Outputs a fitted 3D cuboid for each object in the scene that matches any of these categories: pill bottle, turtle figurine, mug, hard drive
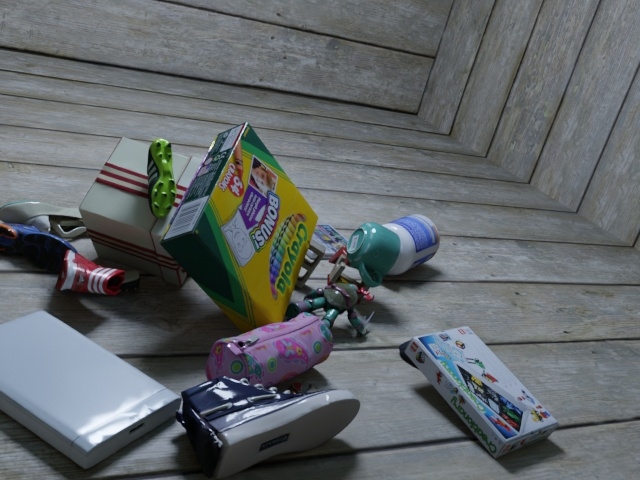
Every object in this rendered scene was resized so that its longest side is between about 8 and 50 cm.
[{"bbox_3d":[0.228,0.016,2.277,0.152,0.152,0.272,28,24,26],"label":"pill bottle"},{"bbox_3d":[0.029,0.157,1.857,0.175,0.118,0.234,29,30,28],"label":"turtle figurine"},{"bbox_3d":[0.130,0.026,1.984,0.097,0.129,0.158,27,20,-26],"label":"mug"},{"bbox_3d":[-0.453,0.246,1.371,0.353,0.047,0.233,25,23,22],"label":"hard drive"}]

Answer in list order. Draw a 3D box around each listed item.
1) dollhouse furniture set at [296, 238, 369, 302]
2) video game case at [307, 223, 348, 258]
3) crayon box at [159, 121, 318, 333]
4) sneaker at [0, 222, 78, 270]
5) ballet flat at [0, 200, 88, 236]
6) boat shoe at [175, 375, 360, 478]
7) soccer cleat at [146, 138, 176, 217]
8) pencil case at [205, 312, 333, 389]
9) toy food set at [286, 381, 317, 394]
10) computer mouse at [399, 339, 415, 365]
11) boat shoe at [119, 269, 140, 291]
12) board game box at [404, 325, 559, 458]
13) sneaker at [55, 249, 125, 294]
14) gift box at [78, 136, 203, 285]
[{"bbox_3d":[-0.056,0.039,2.083,0.374,0.152,0.201,31,19,-10],"label":"dollhouse furniture set"},{"bbox_3d":[0.000,0.000,2.330,0.183,0.023,0.201,1,26,-34],"label":"video game case"},{"bbox_3d":[-0.163,-0.027,1.743,0.106,0.313,0.363,-16,38,33],"label":"crayon box"},{"bbox_3d":[-0.650,0.002,1.779,0.221,0.083,0.087,20,16,3],"label":"sneaker"},{"bbox_3d":[-0.648,-0.044,1.883,0.086,0.086,0.248,32,20,34],"label":"ballet flat"},{"bbox_3d":[-0.093,0.295,1.396,0.340,0.127,0.158,-6,38,-42],"label":"boat shoe"},{"bbox_3d":[-0.350,-0.132,1.704,0.060,0.179,0.072,6,-14,-32],"label":"soccer cleat"},{"bbox_3d":[-0.098,0.226,1.576,0.124,0.124,0.284,31,25,31],"label":"pencil case"},{"bbox_3d":[-0.037,0.312,1.549,0.078,0.019,0.122,13,22,-10],"label":"toy food set"},{"bbox_3d":[0.327,0.278,1.839,0.262,0.060,0.184,29,25,27],"label":"computer mouse"},{"bbox_3d":[-0.465,0.099,1.728,0.133,0.042,0.049,-8,35,-20],"label":"boat shoe"},{"bbox_3d":[0.345,0.316,1.690,0.193,0.053,0.305,-4,42,-41],"label":"board game box"},{"bbox_3d":[-0.486,0.081,1.658,0.128,0.087,0.221,16,5,-18],"label":"sneaker"},{"bbox_3d":[-0.374,-0.061,1.843,0.258,0.276,0.255,17,65,9],"label":"gift box"}]
